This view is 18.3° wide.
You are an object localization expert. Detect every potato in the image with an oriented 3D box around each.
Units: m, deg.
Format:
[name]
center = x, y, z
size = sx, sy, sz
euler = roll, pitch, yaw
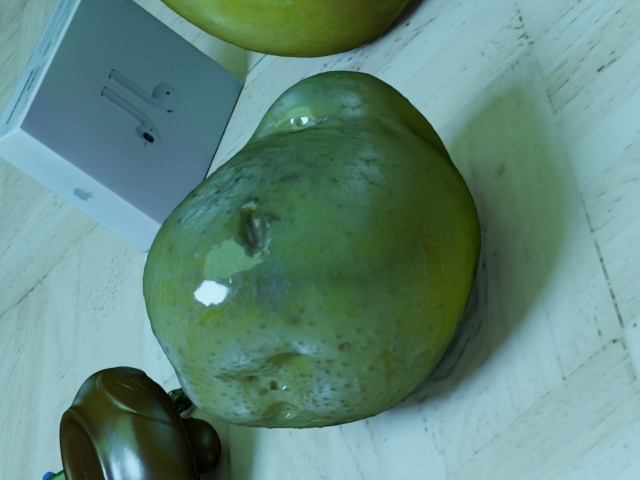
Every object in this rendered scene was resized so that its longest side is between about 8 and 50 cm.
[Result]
[potato]
center = 0.000, 0.000, 0.950
size = 0.157, 0.157, 0.194
euler = -31, 32, 40

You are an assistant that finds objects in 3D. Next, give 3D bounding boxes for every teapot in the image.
[teapot]
center = -0.087, 0.118, 1.049
size = 0.129, 0.078, 0.098
euler = -138, 44, -55

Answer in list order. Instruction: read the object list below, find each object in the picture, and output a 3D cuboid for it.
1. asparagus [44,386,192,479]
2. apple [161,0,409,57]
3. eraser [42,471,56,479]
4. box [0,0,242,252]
[asparagus]
center = -0.125, 0.122, 1.128
size = 0.127, 0.018, 0.015
euler = -34, 54, 4
[apple]
center = -0.023, -0.222, 1.213
size = 0.237, 0.207, 0.237
euler = -46, 14, 15
[eraser]
center = -0.158, 0.178, 1.137
size = 0.063, 0.027, 0.084
euler = -52, 25, 7
[box]
center = -0.133, -0.082, 1.294
size = 0.051, 0.129, 0.130
euler = -21, 41, 51
